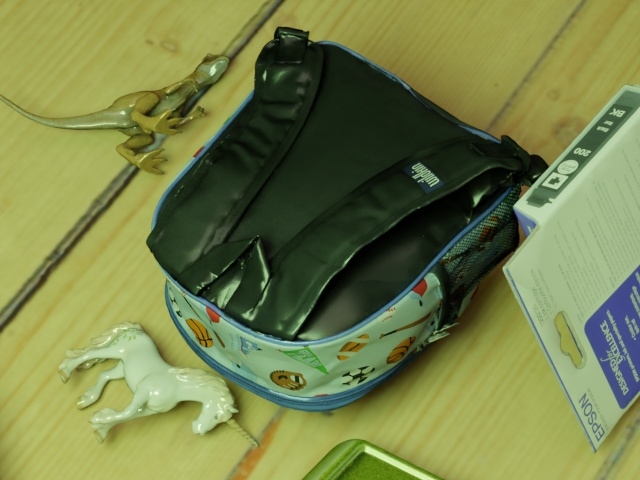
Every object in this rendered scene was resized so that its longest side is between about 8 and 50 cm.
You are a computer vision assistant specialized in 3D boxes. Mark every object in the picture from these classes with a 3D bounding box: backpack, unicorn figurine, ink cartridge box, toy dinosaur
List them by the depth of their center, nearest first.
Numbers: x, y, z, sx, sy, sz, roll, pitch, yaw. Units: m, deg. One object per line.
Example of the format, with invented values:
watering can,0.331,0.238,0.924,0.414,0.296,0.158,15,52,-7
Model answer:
ink cartridge box,0.225,0.022,1.370,0.045,0.206,0.208,15,52,47
backpack,0.000,0.000,1.398,0.276,0.213,0.263,31,56,30
unicorn figurine,-0.140,0.118,1.418,0.111,0.060,0.162,-28,59,-13
toy dinosaur,-0.175,-0.110,1.585,0.211,0.064,0.112,-16,38,-17

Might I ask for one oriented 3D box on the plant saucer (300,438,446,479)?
plant saucer,0.050,0.220,1.293,0.188,0.045,0.188,24,34,19
